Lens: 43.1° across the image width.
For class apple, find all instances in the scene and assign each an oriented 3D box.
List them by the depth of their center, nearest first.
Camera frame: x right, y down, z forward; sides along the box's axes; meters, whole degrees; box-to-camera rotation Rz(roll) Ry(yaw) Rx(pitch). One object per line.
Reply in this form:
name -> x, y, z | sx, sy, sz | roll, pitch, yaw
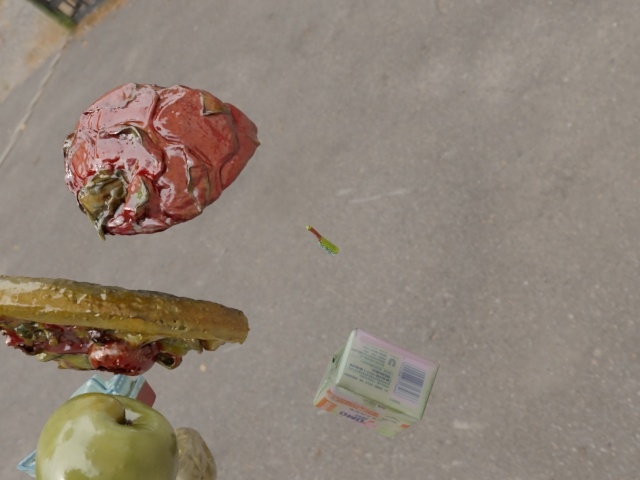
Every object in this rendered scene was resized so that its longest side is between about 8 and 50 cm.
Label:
apple -> -0.276, 0.292, 1.051 | 0.200, 0.200, 0.200 | -30, 41, 31

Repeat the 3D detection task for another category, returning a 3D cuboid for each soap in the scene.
soap -> 0.111, 0.295, 1.654 | 0.182, 0.199, 0.138 | 121, 172, -62

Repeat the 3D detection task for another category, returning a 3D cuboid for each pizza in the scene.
pizza -> -0.376, 0.174, 1.383 | 0.406, 0.440, 0.130 | 138, 138, -57

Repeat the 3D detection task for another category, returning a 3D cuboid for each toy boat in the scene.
toy boat -> -0.505, 0.393, 1.690 | 0.332, 0.133, 0.145 | -40, 14, 14

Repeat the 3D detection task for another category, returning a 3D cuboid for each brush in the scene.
brush -> 0.000, 0.000, 1.632 | 0.021, 0.083, 0.019 | -44, 12, 34

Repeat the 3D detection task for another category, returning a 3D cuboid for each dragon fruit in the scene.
dragon fruit -> -0.263, -0.121, 1.163 | 0.317, 0.152, 0.205 | -12, 44, 13

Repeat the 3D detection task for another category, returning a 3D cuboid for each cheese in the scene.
cheese -> -0.271, 0.414, 1.369 | 0.218, 0.117, 0.235 | -36, 16, -34
